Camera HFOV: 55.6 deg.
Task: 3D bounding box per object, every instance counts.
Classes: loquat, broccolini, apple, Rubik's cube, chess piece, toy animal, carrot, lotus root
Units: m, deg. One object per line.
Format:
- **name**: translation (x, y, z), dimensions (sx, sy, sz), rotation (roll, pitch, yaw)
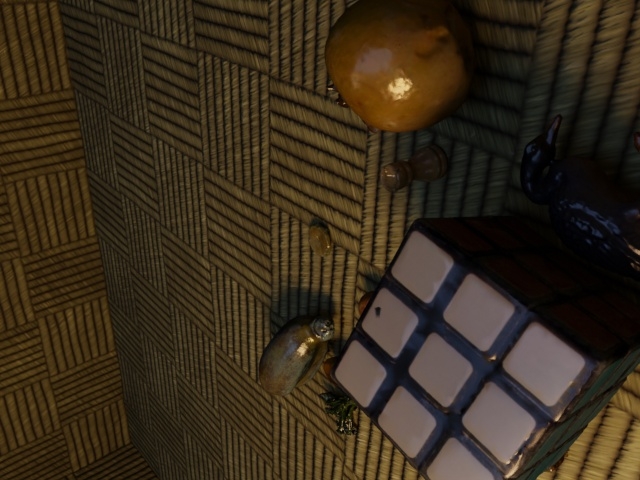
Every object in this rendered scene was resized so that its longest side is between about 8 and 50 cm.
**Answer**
- **loquat**: translation (0.119, -0.281, 0.969), dimensions (0.244, 0.244, 0.244), rotation (28, 128, 43)
- **broccolini**: translation (0.095, 0.443, 1.498), dimensions (0.271, 0.062, 0.123), rotation (-10, 115, 57)
- **apple**: translation (0.123, 0.145, 1.310), dimensions (0.084, 0.071, 0.084), rotation (23, 126, 35)
- **Rubik's cube**: translation (0.254, 0.163, 0.895), dimensions (0.304, 0.305, 0.301), rotation (43, 120, 34)
- **chess piece**: translation (0.163, -0.126, 1.074), dimensions (0.066, 0.122, 0.066), rotation (27, 127, 43)
- **toy animal**: translation (0.400, -0.045, 0.811), dimensions (0.298, 0.122, 0.185), rotation (51, 131, 11)
- **carrot**: translation (0.080, 0.316, 1.443), dimensions (0.173, 0.082, 0.082), rotation (0, 107, 52)
- **lotus root**: translation (-0.062, 0.272, 1.545), dimensions (0.140, 0.158, 0.322), rotation (51, 134, 24)

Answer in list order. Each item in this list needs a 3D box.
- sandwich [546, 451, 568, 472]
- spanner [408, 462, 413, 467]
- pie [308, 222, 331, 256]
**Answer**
- **sandwich**: translation (0.336, 0.306, 1.115), dimensions (0.186, 0.065, 0.215), rotation (-16, 93, 54)
- **spanner**: translation (0.156, 0.435, 1.459), dimensions (0.254, 0.015, 0.054), rotation (50, 139, 24)
- **pie**: translation (0.000, 0.000, 1.440), dimensions (0.084, 0.020, 0.084), rotation (31, 132, 42)
